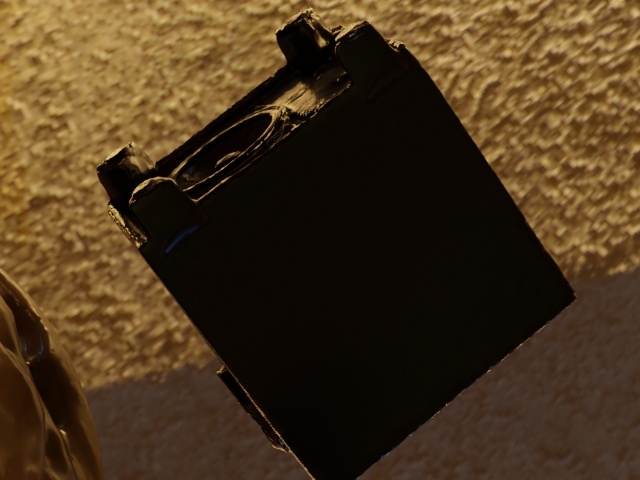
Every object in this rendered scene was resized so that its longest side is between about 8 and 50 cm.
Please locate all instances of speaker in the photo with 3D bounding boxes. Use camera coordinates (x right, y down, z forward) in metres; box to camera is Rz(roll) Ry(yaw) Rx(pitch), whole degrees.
[{"bbox_3d":[0.000,0.000,1.112,0.232,0.184,0.254,-38,-73,-6],"label":"speaker"}]

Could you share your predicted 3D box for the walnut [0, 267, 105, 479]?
[{"bbox_3d":[-0.326,0.161,1.053,0.383,0.383,0.383,12,-63,25],"label":"walnut"}]
